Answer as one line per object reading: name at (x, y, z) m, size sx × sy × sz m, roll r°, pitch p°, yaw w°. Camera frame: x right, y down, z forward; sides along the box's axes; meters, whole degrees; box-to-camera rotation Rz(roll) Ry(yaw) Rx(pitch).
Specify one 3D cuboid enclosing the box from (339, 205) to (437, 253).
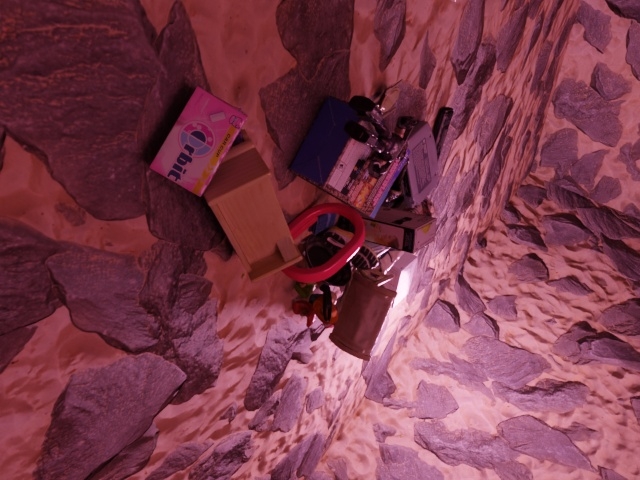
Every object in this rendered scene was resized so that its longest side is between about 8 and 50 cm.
box at (0.230, -0.049, 1.681) m, size 0.169 × 0.290 × 0.087 m, roll -22°, pitch 121°, yaw -49°

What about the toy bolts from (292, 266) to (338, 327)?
toy bolts at (0.019, 0.196, 1.685) m, size 0.158 × 0.218 × 0.228 m, roll -27°, pitch 149°, yaw -31°

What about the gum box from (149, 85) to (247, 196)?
gum box at (-0.231, -0.192, 0.947) m, size 0.188 × 0.107 × 0.062 m, roll -59°, pitch -167°, yaw 1°

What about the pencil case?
pencil case at (0.291, -0.031, 1.955) m, size 0.410 × 0.160 × 0.183 m, roll -44°, pitch 137°, yaw -27°

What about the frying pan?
frying pan at (0.036, 0.122, 1.574) m, size 0.197 × 0.326 × 0.053 m, roll 13°, pitch 143°, yaw -42°

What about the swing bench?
swing bench at (0.141, 0.232, 1.691) m, size 0.254 × 0.165 × 0.253 m, roll -57°, pitch 168°, yaw -78°

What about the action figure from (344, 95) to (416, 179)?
action figure at (0.160, -0.253, 1.251) m, size 0.285 × 0.099 × 0.185 m, roll 20°, pitch 95°, yaw -57°

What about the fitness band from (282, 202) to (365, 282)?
fitness band at (0.000, 0.000, 1.436) m, size 0.291 × 0.209 × 0.054 m, roll -43°, pitch 147°, yaw -25°

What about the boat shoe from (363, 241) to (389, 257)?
boat shoe at (0.182, 0.014, 1.782) m, size 0.320 × 0.116 × 0.099 m, roll -10°, pitch 114°, yaw -26°

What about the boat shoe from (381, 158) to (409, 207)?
boat shoe at (0.254, -0.192, 1.803) m, size 0.103 × 0.092 × 0.285 m, roll -28°, pitch 140°, yaw -46°

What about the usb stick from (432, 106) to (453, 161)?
usb stick at (0.481, -0.411, 2.025) m, size 0.077 × 0.045 × 0.278 m, roll -23°, pitch 136°, yaw -40°

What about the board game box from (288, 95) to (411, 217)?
board game box at (0.091, -0.227, 1.390) m, size 0.291 × 0.141 × 0.232 m, roll 24°, pitch 96°, yaw -54°

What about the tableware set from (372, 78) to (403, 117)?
tableware set at (0.166, -0.410, 1.497) m, size 0.194 × 0.039 × 0.128 m, roll -40°, pitch 160°, yaw -22°

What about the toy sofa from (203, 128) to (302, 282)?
toy sofa at (-0.173, -0.073, 1.174) m, size 0.150 × 0.177 × 0.362 m, roll -27°, pitch 146°, yaw -7°

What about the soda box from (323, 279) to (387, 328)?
soda box at (0.124, 0.248, 1.905) m, size 0.263 × 0.083 × 0.092 m, roll -33°, pitch 160°, yaw 22°

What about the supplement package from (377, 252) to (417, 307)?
supplement package at (0.334, 0.162, 2.250) m, size 0.134 × 0.139 × 0.244 m, roll -35°, pitch 145°, yaw -37°

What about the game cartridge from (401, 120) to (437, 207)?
game cartridge at (0.375, -0.294, 1.880) m, size 0.196 × 0.060 × 0.294 m, roll -40°, pitch 132°, yaw -26°

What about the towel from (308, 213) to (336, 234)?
towel at (0.012, -0.064, 1.593) m, size 0.119 × 0.029 × 0.067 m, roll -24°, pitch 136°, yaw -49°

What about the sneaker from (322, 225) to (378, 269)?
sneaker at (0.108, 0.015, 1.632) m, size 0.081 × 0.208 × 0.094 m, roll -51°, pitch -172°, yaw 28°
